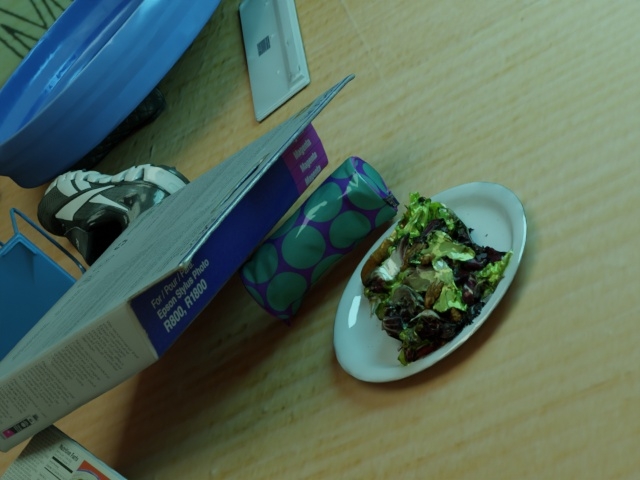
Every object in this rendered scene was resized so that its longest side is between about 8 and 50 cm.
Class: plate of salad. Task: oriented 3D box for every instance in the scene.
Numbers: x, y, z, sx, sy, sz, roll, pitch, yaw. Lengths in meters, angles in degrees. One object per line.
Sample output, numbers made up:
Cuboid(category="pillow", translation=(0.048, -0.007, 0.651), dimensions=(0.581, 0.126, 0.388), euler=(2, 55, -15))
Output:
Cuboid(category="plate of salad", translation=(0.081, 0.027, 1.515), dimensions=(0.200, 0.048, 0.200), euler=(-32, 33, 24))

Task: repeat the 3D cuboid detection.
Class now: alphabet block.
Cuboid(category="alphabet block", translation=(-0.394, -0.287, 2.357), dimensions=(0.197, 0.193, 0.192), euler=(-47, 31, 0))

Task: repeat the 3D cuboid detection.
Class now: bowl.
Cuboid(category="bowl", translation=(-0.242, -0.217, 2.110), dimensions=(0.391, 0.077, 0.391), euler=(-42, 19, 18))

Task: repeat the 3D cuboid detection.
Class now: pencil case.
Cuboid(category="pencil case", translation=(0.000, 0.000, 1.628), dimensions=(0.152, 0.070, 0.064), euler=(-44, 24, 7))

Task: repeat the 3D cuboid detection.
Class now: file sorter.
Cuboid(category="file sorter", translation=(-0.334, 0.068, 1.936), dimensions=(0.170, 0.118, 0.104), euler=(-43, 27, 7))

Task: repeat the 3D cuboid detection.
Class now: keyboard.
Cuboid(category="keyboard", translation=(-0.053, -0.215, 2.014), dimensions=(0.072, 0.014, 0.256), euler=(-42, 29, 20))

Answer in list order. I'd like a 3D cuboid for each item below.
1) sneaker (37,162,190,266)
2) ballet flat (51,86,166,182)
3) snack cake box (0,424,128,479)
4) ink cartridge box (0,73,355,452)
Cuboid(category="sneaker", translation=(-0.235, -0.018, 1.947), dimensions=(0.234, 0.078, 0.106), euler=(-7, 47, 46))
Cuboid(category="ballet flat", translation=(-0.251, -0.126, 2.120), dimensions=(0.173, 0.049, 0.057), euler=(-36, 30, 16))
Cuboid(category="snack cake box", translation=(-0.198, 0.265, 1.553), dimensions=(0.152, 0.089, 0.264), euler=(-51, 30, -10))
Cuboid(category="ink cartridge box", translation=(-0.125, 0.020, 1.641), dimensions=(0.330, 0.071, 0.324), euler=(-29, 15, 41))
